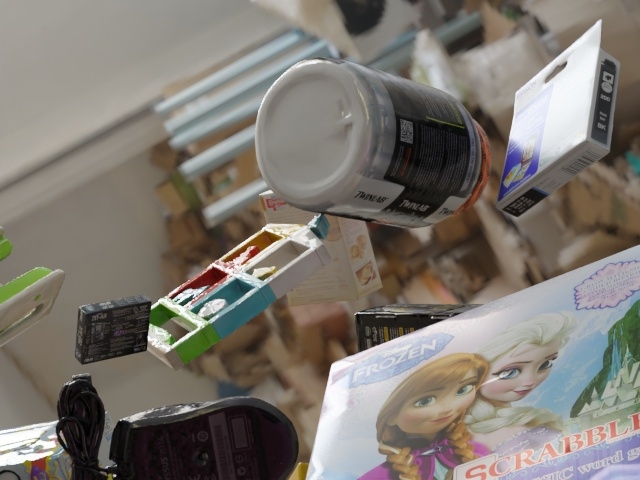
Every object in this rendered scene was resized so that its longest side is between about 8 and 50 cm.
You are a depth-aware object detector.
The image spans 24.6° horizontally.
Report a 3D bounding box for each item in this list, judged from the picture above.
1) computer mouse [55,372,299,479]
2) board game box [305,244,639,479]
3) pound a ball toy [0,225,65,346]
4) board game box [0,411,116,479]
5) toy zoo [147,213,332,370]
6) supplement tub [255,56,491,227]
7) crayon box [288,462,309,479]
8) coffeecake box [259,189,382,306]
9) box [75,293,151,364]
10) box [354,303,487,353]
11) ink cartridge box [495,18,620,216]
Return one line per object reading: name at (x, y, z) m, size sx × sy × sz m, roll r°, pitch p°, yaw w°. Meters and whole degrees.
computer mouse at (-0.161, 0.238, 1.685) m, size 0.072 × 0.272 × 0.188 m, roll -111°, pitch 16°, yaw -86°
board game box at (0.139, 0.152, 1.146) m, size 0.066 × 0.319 × 0.318 m, roll 59°, pitch -160°, yaw -22°
pound a ball toy at (-0.510, 0.071, 2.022) m, size 0.208 × 0.135 × 0.319 m, roll 35°, pitch -149°, yaw 9°
board game box at (-0.408, 0.338, 1.969) m, size 0.144 × 0.275 × 0.142 m, roll -44°, pitch -61°, yaw -62°
toy zoo at (-0.106, 0.057, 1.925) m, size 0.030 × 0.293 × 0.192 m, roll 60°, pitch 164°, yaw -19°
supplement tub at (0.084, -0.126, 2.020) m, size 0.338 × 0.207 × 0.207 m, roll 9°, pitch -135°, yaw -53°
crayon box at (-0.023, 0.484, 2.272) m, size 0.323 × 0.083 × 0.203 m, roll 118°, pitch 155°, yaw -50°
coffeecake box at (0.000, 0.000, 2.255) m, size 0.142 × 0.068 × 0.185 m, roll -8°, pitch 102°, yaw 40°
box at (-0.231, 0.099, 1.636) m, size 0.018 × 0.083 × 0.067 m, roll 37°, pitch 129°, yaw 45°
box at (0.162, 0.244, 1.891) m, size 0.257 × 0.079 × 0.321 m, roll -4°, pitch 94°, yaw 54°
ink cartridge box at (0.320, -0.160, 1.957) m, size 0.045 × 0.208 × 0.206 m, roll 24°, pitch 147°, yaw -18°
